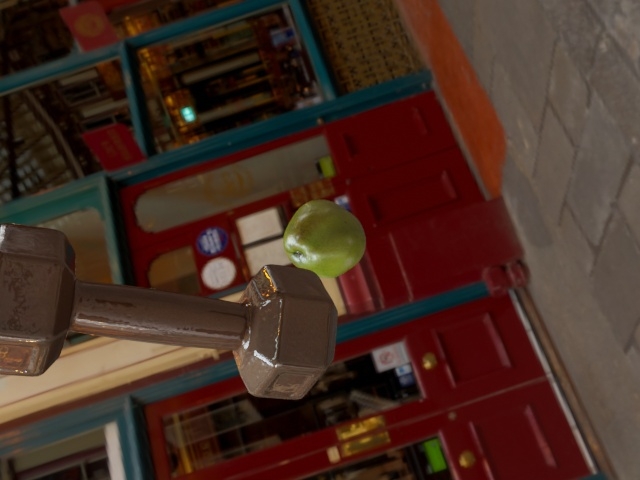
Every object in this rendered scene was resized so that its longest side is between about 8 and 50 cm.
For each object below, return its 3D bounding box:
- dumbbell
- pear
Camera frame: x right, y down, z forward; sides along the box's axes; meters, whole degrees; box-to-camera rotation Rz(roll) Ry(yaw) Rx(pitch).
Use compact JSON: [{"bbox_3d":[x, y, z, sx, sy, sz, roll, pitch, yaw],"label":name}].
[{"bbox_3d":[-0.102,0.050,0.493,0.092,0.231,0.082,126,147,-47],"label":"dumbbell"},{"bbox_3d":[0.000,0.000,0.831,0.097,0.092,0.092,3,-121,-41],"label":"pear"}]
